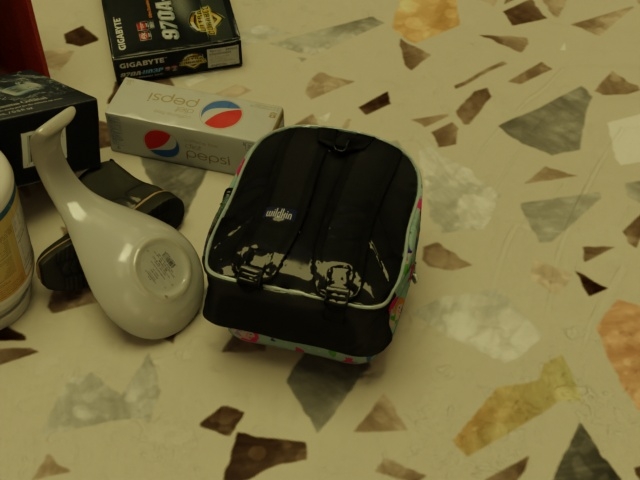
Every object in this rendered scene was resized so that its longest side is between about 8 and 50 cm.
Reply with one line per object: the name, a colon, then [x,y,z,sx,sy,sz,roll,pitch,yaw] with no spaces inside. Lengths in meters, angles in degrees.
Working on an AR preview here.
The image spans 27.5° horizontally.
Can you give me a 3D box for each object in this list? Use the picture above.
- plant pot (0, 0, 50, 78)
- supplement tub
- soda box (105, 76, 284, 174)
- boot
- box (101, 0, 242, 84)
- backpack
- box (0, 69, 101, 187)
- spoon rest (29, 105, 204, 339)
plant pot: [-0.537,-0.279,1.654,0.267,0.267,0.236,-29,37,-32]
supplement tub: [-0.395,-0.002,1.442,0.144,0.199,0.144,0,48,0]
soda box: [-0.157,-0.141,1.653,0.216,0.069,0.074,12,49,11]
boot: [-0.280,-0.022,1.555,0.198,0.076,0.137,-28,47,-37]
box: [-0.213,-0.316,1.823,0.175,0.051,0.220,-9,49,-8]
backpack: [0.000,0.000,1.441,0.225,0.191,0.253,11,56,7]
box: [-0.375,-0.135,1.583,0.156,0.093,0.158,-18,30,-39]
spoon rest: [-0.230,-0.015,1.458,0.137,0.276,0.084,-41,15,-35]
